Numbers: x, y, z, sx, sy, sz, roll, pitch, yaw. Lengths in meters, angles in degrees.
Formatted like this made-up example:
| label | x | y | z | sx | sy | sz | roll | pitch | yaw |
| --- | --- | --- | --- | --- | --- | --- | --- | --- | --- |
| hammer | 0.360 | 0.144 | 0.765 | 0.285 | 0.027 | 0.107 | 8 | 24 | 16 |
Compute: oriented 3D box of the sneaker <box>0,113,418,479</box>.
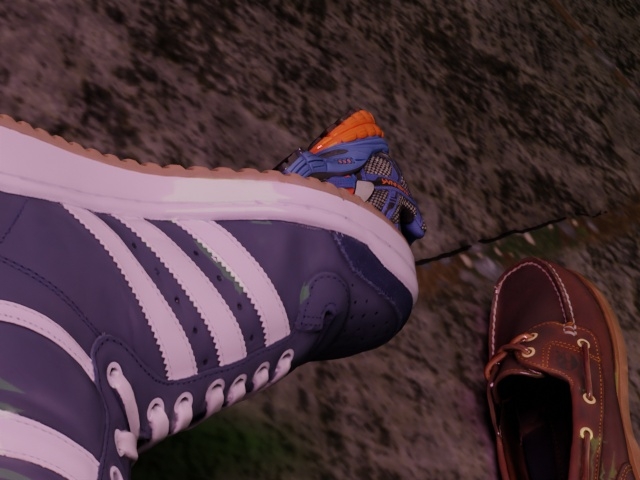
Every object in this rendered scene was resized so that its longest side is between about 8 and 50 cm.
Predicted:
| label | x | y | z | sx | sy | sz | roll | pitch | yaw |
| --- | --- | --- | --- | --- | --- | --- | --- | --- | --- |
| sneaker | -0.063 | 0.052 | 0.566 | 0.282 | 0.099 | 0.153 | 13 | 55 | -44 |

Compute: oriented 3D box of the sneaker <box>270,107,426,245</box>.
| label | x | y | z | sx | sy | sz | roll | pitch | yaw |
| --- | --- | --- | --- | --- | --- | --- | --- | --- | --- |
| sneaker | 0.000 | 0.000 | 0.844 | 0.087 | 0.083 | 0.221 | 49 | 34 | 0 |

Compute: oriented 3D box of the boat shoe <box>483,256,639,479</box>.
| label | x | y | z | sx | sy | sz | roll | pitch | yaw |
| --- | --- | --- | --- | --- | --- | --- | --- | --- | --- |
| boat shoe | 0.124 | 0.084 | 0.883 | 0.073 | 0.073 | 0.207 | 24 | 35 | -31 |
